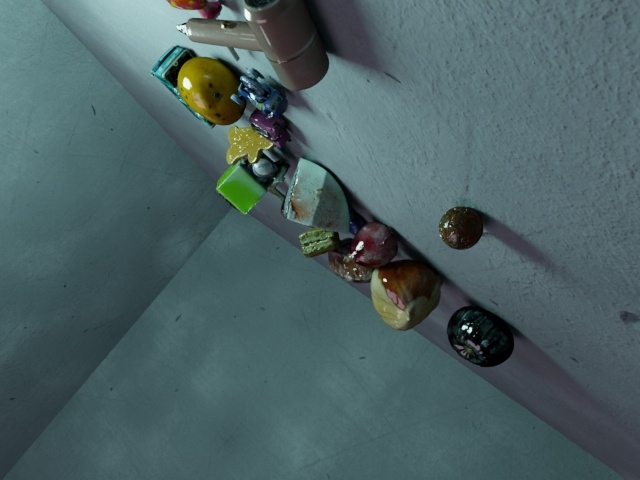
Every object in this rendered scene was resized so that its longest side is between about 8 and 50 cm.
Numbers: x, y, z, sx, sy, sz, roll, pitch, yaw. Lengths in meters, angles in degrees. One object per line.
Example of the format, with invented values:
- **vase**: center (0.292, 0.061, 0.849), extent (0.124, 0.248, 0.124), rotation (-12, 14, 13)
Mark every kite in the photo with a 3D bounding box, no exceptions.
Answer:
- **kite**: center (-0.232, -0.243, 2.651), extent (0.323, 0.013, 0.268), rotation (33, 169, 46)

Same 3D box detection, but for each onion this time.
- **onion**: center (0.163, 0.028, 1.790), extent (0.159, 0.195, 0.159), rotation (50, 161, 25)

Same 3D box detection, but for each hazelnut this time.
- **hazelnut**: center (0.294, 0.190, 1.836), extent (0.261, 0.261, 0.241), rotation (44, -167, -32)

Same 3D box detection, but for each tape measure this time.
- **tape measure**: center (-0.151, -0.343, 1.578), extent (0.125, 0.074, 0.118), rotation (34, 169, 20)

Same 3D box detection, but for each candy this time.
- **candy**: center (0.145, 0.076, 2.046), extent (0.214, 0.157, 0.289), rotation (-6, -168, -22)
- **candy**: center (-0.241, -0.487, 1.141), extent (0.124, 0.124, 0.365), rotation (36, 178, 16)

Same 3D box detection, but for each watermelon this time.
- **watermelon**: center (-0.031, -0.101, 1.782), extent (0.289, 0.214, 0.320), rotation (45, 143, -3)

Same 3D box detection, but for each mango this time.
- **mango**: center (-0.311, -0.426, 1.564), extent (0.191, 0.160, 0.290), rotation (30, 176, -1)

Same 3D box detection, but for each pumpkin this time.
- **pumpkin**: center (0.554, 0.333, 1.833), extent (0.233, 0.163, 0.233), rotation (38, 160, 16)

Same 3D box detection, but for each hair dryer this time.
- **hair dryer**: center (-0.161, -0.399, 1.001), extent (0.344, 0.107, 0.189), rotation (16, 161, 29)

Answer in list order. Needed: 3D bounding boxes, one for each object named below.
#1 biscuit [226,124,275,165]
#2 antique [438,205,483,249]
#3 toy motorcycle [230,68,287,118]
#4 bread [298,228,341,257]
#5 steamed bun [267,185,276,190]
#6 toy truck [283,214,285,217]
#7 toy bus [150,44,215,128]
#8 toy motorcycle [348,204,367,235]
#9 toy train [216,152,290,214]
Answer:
- **biscuit**: center (-0.217, -0.322, 1.720), extent (0.240, 0.158, 0.035), rotation (-1, 171, 38)
- **antique**: center (0.313, -0.028, 1.183), extent (0.104, 0.104, 0.104), rotation (38, 171, 7)
- **toy motorcycle**: center (-0.155, -0.376, 1.389), extent (0.135, 0.092, 0.254), rotation (31, -178, -13)
- **bread**: center (0.000, 0.000, 1.940), extent (0.196, 0.138, 0.102), rotation (-24, -87, -83)
- **steamed bun**: center (-0.264, -0.277, 2.302), extent (0.183, 0.106, 0.183), rotation (40, 173, 6)
- **toy truck**: center (-0.026, -0.125, 2.026), extent (0.165, 0.147, 0.224), rotation (17, -174, -38)
- **toy bus**: center (-0.418, -0.500, 1.711), extent (0.147, 0.128, 0.256), rotation (34, 172, 40)
- **toy motorcycle**: center (0.121, -0.061, 1.931), extent (0.205, 0.076, 0.114), rotation (45, 161, -25)
- **toy train**: center (-0.248, -0.234, 1.901), extent (0.173, 0.249, 0.307), rotation (42, -175, -17)
